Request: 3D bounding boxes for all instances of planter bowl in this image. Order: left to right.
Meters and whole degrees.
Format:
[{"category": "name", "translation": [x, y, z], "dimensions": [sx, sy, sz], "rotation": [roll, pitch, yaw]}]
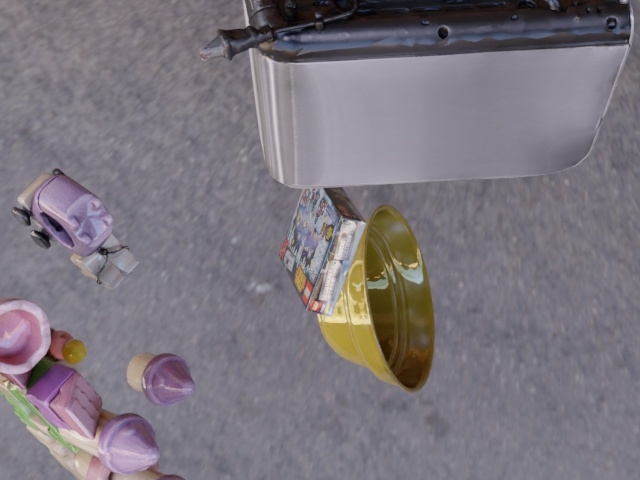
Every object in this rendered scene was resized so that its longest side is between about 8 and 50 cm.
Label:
[{"category": "planter bowl", "translation": [0.053, 0.073, 1.802], "dimensions": [0.090, 0.217, 0.217], "rotation": [-10, 104, 23]}]

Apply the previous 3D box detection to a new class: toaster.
[{"category": "toaster", "translation": [0.039, -0.119, 0.714], "dimensions": [0.185, 0.168, 0.110], "rotation": [-4, 144, -2]}]

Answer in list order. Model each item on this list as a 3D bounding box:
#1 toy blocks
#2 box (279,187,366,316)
[{"category": "toy blocks", "translation": [-0.214, 0.141, 1.416], "dimensions": [0.309, 0.260, 0.288], "rotation": [-48, 121, -21]}, {"category": "box", "translation": [0.000, 0.000, 1.431], "dimensions": [0.027, 0.137, 0.094], "rotation": [15, 106, -17]}]
